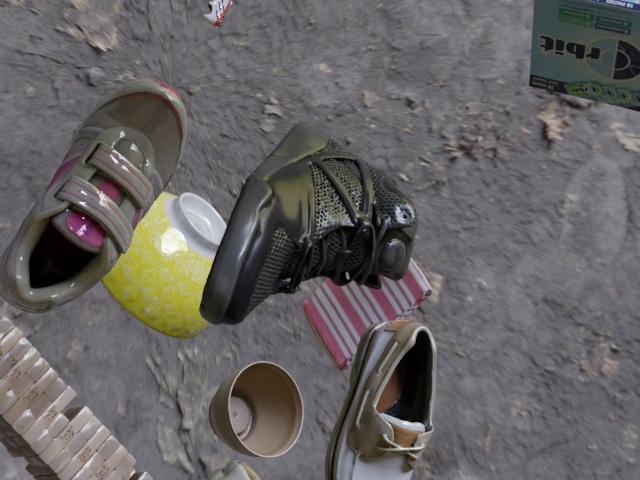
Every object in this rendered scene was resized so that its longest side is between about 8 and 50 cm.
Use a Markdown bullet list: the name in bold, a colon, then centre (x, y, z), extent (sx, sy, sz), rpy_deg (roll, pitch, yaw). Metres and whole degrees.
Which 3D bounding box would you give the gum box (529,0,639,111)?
- **gum box**: centre (0.350, -0.252, 1.386), extent (0.157, 0.184, 0.041), rpy_deg (16, 61, 18)

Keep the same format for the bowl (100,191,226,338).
- **bowl**: centre (-0.251, 0.008, 1.869), extent (0.156, 0.289, 0.289), rpy_deg (-41, 102, 21)

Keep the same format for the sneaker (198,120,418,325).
- **sneaker**: centre (0.000, 0.000, 0.776), extent (0.130, 0.227, 0.087), rpy_deg (27, 121, 5)

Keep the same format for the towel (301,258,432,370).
- **towel**: centre (0.070, 0.091, 1.680), extent (0.197, 0.144, 0.029), rpy_deg (-41, 141, 12)

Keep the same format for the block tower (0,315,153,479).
- **block tower**: centre (-0.342, 0.242, 1.373), extent (0.335, 0.097, 0.091), rpy_deg (51, 55, -14)

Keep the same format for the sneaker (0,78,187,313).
- **sneaker**: centre (-0.200, -0.031, 0.977), extent (0.103, 0.111, 0.252), rpy_deg (32, 90, -20)

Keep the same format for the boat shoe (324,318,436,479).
- **boat shoe**: centre (0.084, 0.250, 1.421), extent (0.113, 0.103, 0.302), rpy_deg (14, 74, -26)

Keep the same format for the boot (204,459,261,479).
- **boot**: centre (-0.089, 0.210, 0.633), extent (0.165, 0.213, 0.077), rpy_deg (-34, 100, -3)

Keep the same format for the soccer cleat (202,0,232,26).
- **soccer cleat**: centre (-0.167, -0.393, 1.800), extent (0.035, 0.029, 0.083), rpy_deg (27, 69, -12)

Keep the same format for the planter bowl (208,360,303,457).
- **planter bowl**: centre (-0.124, 0.297, 1.864), extent (0.162, 0.109, 0.162), rpy_deg (15, 66, -38)
